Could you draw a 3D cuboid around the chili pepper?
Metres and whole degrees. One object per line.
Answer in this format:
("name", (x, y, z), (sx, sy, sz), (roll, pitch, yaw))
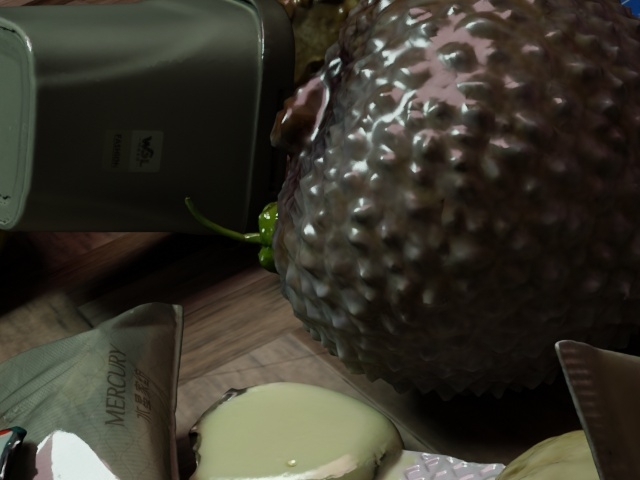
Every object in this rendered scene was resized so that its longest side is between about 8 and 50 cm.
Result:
("chili pepper", (0.001, -0.002, 1.264), (0.204, 0.073, 0.072), (1, 10, 16))

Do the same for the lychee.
("lychee", (0.104, -0.035, 1.026), (0.300, 0.300, 0.300), (-15, 23, 7))

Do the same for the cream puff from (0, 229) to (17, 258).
("cream puff", (-0.423, -0.058, 1.465), (0.324, 0.291, 0.257), (-35, -2, 10))

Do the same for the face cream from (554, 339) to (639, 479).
("face cream", (0.215, 0.108, 0.637), (0.341, 0.137, 0.084), (6, -29, -46))

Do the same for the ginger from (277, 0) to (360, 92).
("ginger", (0.024, -0.223, 1.607), (0.418, 0.176, 0.254), (-17, 17, -10))

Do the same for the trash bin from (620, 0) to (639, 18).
("trash bin", (0.208, -0.129, 1.297), (0.234, 0.184, 0.162), (22, 45, 41))

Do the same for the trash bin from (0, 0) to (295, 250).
("trash bin", (-0.166, -0.105, 1.321), (0.250, 0.220, 0.219), (-3, 16, -35))

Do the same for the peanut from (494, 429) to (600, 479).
("peanut", (0.119, 0.191, 0.656), (0.174, 0.158, 0.340), (-39, 3, 36))

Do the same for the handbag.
("handbag", (-0.162, 0.141, 0.999), (0.182, 0.117, 0.270), (-19, 31, 5))

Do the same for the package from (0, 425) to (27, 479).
("package", (-0.254, 0.194, 0.867), (0.166, 0.040, 0.232), (-25, 26, 23))

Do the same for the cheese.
("cheese", (0.022, 0.140, 0.957), (0.255, 0.050, 0.127), (3, 31, 40))
